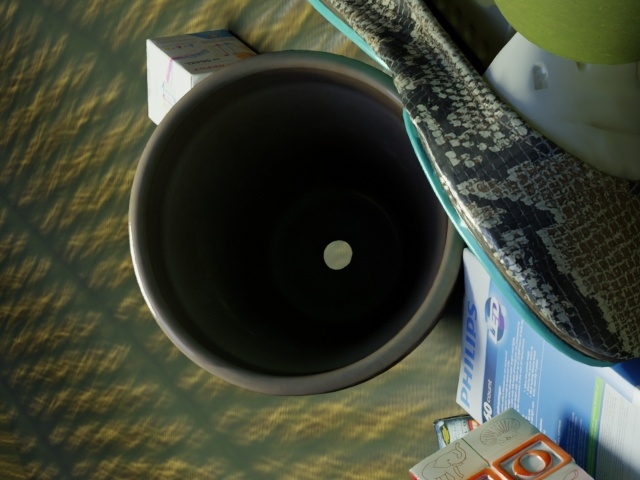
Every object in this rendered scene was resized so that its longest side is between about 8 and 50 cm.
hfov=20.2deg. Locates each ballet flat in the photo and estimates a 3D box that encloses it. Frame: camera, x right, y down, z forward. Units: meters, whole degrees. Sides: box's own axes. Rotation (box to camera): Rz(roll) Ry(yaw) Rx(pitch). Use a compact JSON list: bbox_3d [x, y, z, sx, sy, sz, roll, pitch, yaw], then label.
[{"bbox_3d":[0.120,-0.136,1.232,0.182,0.164,0.483,-56,42,27],"label":"ballet flat"}]

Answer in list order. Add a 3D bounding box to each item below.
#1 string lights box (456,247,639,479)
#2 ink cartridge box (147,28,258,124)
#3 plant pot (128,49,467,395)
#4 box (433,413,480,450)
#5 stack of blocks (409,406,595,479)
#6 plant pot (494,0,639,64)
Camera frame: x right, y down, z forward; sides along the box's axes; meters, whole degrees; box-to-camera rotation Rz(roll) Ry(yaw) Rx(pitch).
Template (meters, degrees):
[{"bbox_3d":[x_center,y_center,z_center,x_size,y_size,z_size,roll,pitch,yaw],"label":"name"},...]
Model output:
[{"bbox_3d":[0.188,0.108,1.244,0.260,0.077,0.133,-136,41,-55],"label":"string lights box"},{"bbox_3d":[-0.110,-0.149,1.830,0.143,0.092,0.090,-139,44,-55],"label":"ink cartridge box"},{"bbox_3d":[0.000,0.000,1.444,0.229,0.263,0.263,39,-146,-76],"label":"plant pot"},{"bbox_3d":[0.137,0.210,1.481,0.094,0.027,0.137,156,103,-66],"label":"box"},{"bbox_3d":[0.177,0.279,1.205,0.171,0.087,0.297,39,156,59],"label":"stack of blocks"},{"bbox_3d":[0.161,-0.236,0.956,0.293,0.275,0.275,87,162,-57],"label":"plant pot"}]
